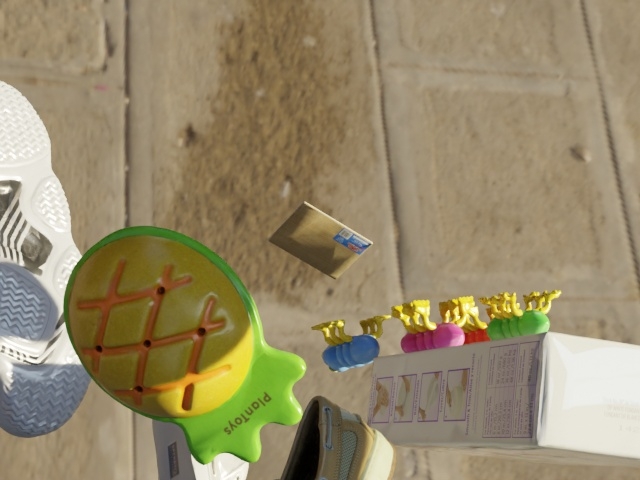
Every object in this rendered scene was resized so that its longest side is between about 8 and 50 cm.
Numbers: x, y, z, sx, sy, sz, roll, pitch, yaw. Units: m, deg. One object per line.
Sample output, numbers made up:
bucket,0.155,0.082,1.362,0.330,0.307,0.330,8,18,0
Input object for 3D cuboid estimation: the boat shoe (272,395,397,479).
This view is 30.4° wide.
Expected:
boat shoe,-0.016,0.163,0.656,0.072,0.068,0.190,45,33,-16

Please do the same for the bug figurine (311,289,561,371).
bug figurine,0.141,0.111,1.347,0.279,0.216,0.072,-3,79,-30

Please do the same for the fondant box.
fondant box,0.216,0.157,1.097,0.238,0.330,0.096,10,76,-21

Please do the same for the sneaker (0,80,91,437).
sneaker,-0.343,0.039,1.160,0.137,0.210,0.366,8,59,-49

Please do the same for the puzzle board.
puzzle board,0.000,0.000,1.774,0.128,0.096,0.011,30,37,-20

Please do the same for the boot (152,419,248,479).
boot,-0.136,0.308,1.455,0.123,0.095,0.258,28,44,-40

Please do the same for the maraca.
maraca,-0.094,0.073,0.811,0.186,0.099,0.127,45,104,-4
